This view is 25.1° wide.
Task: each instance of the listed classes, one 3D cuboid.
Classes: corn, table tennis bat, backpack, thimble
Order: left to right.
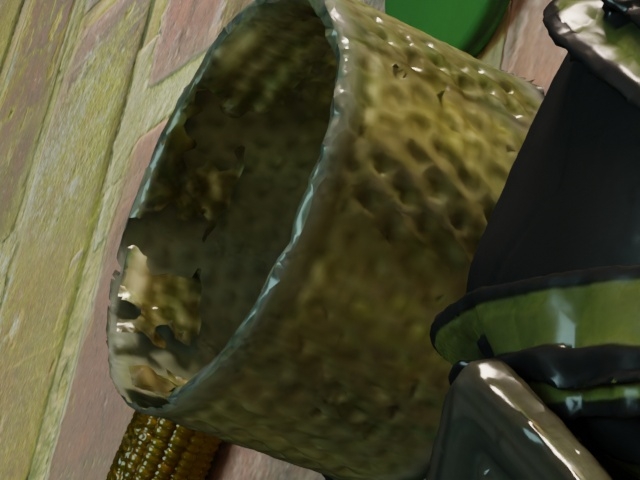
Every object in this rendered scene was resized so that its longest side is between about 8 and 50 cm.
[{"bbox_3d":[-0.099,0.129,1.010,0.207,0.068,0.068,-68,24,1],"label":"corn"},{"bbox_3d":[0.000,0.000,0.816,0.271,0.150,0.271,-45,33,40],"label":"thimble"},{"bbox_3d":[0.089,-0.231,0.931,0.160,0.039,0.257,-8,76,63],"label":"table tennis bat"},{"bbox_3d":[0.148,-0.001,0.526,0.207,0.140,0.253,-70,21,3],"label":"backpack"}]

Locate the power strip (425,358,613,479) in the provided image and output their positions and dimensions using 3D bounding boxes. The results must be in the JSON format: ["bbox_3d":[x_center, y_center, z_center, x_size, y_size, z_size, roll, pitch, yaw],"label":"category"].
[{"bbox_3d":[0.068,0.209,0.464,0.251,0.092,0.257,-124,36,-56],"label":"power strip"}]
